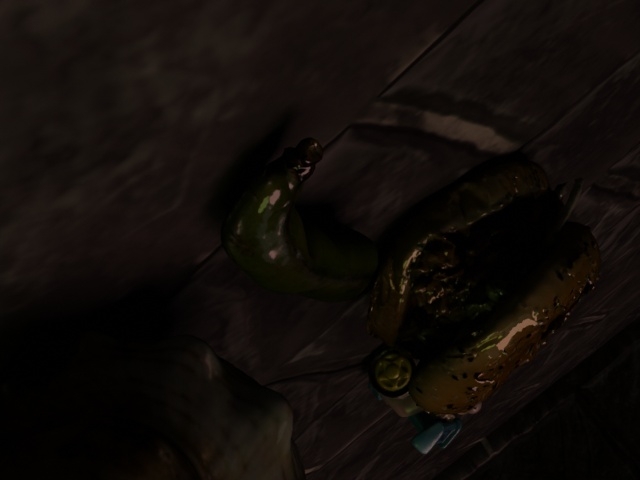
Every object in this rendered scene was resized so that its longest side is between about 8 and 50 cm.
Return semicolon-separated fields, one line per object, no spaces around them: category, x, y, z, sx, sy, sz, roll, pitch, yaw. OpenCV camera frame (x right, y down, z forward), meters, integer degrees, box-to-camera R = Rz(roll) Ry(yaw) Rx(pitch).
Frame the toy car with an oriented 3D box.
toy car;0.128;0.113;0.983;0.161;0.098;0.126;-37;165;9

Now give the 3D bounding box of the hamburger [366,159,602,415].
hamburger;0.115;0.032;0.725;0.185;0.113;0.177;-44;160;25

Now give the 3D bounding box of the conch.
conch;-0.097;0.153;0.560;0.203;0.170;0.386;-10;158;0

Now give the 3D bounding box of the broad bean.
broad bean;-0.007;0.004;0.533;0.061;0.046;0.195;-34;161;0
